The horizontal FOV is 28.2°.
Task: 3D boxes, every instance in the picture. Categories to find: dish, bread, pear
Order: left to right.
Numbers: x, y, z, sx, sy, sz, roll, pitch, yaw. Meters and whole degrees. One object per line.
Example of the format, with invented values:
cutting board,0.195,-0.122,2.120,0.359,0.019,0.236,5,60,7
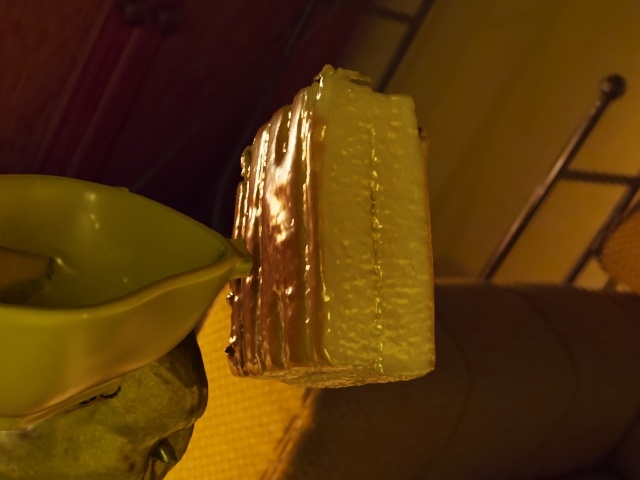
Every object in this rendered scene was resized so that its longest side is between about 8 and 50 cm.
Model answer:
pear,-0.247,0.101,1.069,0.321,0.269,0.269,26,18,19
dish,-0.182,0.040,0.791,0.221,0.108,0.262,24,20,31
bread,0.000,0.000,1.094,0.111,0.246,0.239,5,-10,-23
